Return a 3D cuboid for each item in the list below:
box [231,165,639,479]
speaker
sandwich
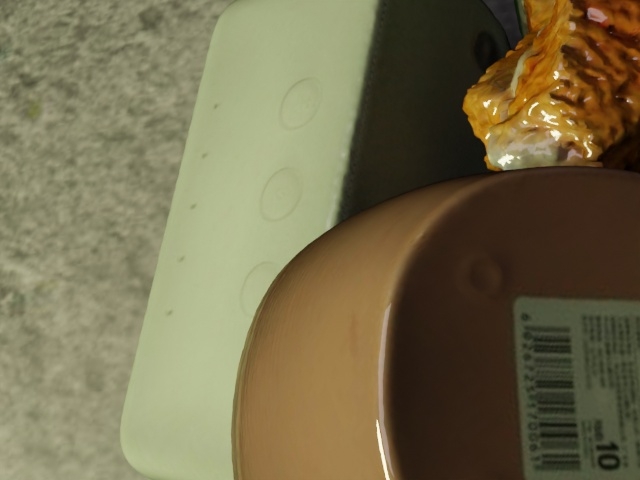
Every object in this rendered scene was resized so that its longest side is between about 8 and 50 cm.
[{"bbox_3d":[0.108,0.094,0.650,0.216,0.300,0.301,131,152,-70],"label":"box"},{"bbox_3d":[0.000,0.000,0.887,0.184,0.183,0.406,-2,68,40],"label":"speaker"},{"bbox_3d":[0.186,-0.147,0.780,0.250,0.162,0.301,-3,42,41],"label":"sandwich"}]
